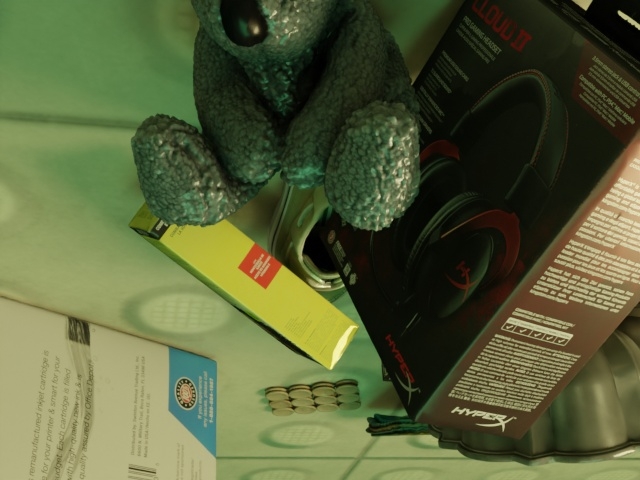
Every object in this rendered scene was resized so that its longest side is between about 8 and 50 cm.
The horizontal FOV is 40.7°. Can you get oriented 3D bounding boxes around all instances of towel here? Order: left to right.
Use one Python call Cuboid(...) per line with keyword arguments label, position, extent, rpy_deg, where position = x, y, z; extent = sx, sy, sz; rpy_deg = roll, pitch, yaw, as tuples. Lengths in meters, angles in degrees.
Cuboid(label="towel", position=(0.250, 0.269, 1.288), extent=(0.271, 0.040, 0.370), rpy_deg=(1, 167, -15))

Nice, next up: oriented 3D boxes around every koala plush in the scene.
Cuboid(label="koala plush", position=(-0.030, -0.149, 0.565), extent=(0.196, 0.203, 0.221), rpy_deg=(-1, 131, 18))

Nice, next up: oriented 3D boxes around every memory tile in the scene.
Cuboid(label="memory tile", position=(-0.010, 0.251, 1.370), extent=(0.148, 0.012, 0.113), rpy_deg=(-6, 150, 4))

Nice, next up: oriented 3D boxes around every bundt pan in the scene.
Cuboid(label="bundt pan", position=(0.279, 0.144, 1.007), extent=(0.331, 0.124, 0.331), rpy_deg=(-10, -174, 1))

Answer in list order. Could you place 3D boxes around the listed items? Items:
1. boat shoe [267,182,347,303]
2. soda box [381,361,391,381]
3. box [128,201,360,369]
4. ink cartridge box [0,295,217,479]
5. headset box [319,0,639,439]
Cuboid(label="boat shoe", position=(0.000, 0.000, 0.862), extent=(0.109, 0.094, 0.302), rpy_deg=(-2, 149, -2))
Cuboid(label="soda box", position=(0.090, 0.060, 0.901), extent=(0.053, 0.169, 0.060), rpy_deg=(6, 149, -19))
Cuboid(label="box", position=(-0.073, 0.036, 0.843), extent=(0.232, 0.058, 0.087), rpy_deg=(40, 167, -22))
Cuboid(label="ink cartridge box", position=(-0.331, 0.256, 1.073), extent=(0.395, 0.285, 0.166), rpy_deg=(25, 140, -39))
Cuboid(label="headset box", position=(0.141, -0.041, 0.617), extent=(0.110, 0.218, 0.293), rpy_deg=(16, 121, -31))
